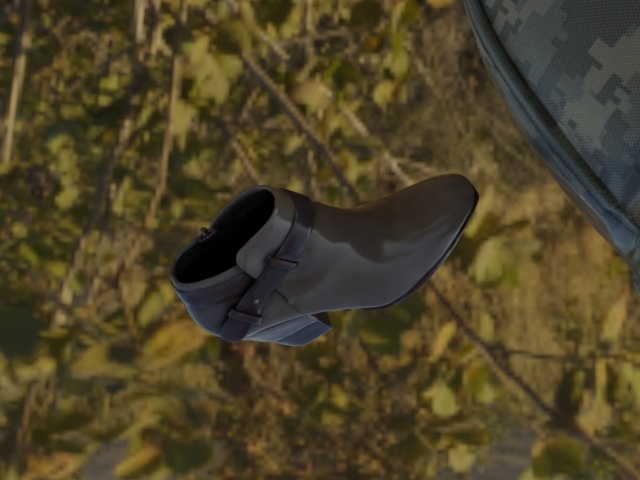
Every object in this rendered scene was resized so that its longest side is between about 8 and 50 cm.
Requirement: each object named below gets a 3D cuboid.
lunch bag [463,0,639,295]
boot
[{"bbox_3d":[0.204,-0.057,0.592,0.212,0.256,0.305,-51,153,10],"label":"lunch bag"},{"bbox_3d":[0.000,0.000,0.554,0.118,0.042,0.087,-41,144,7],"label":"boot"}]
